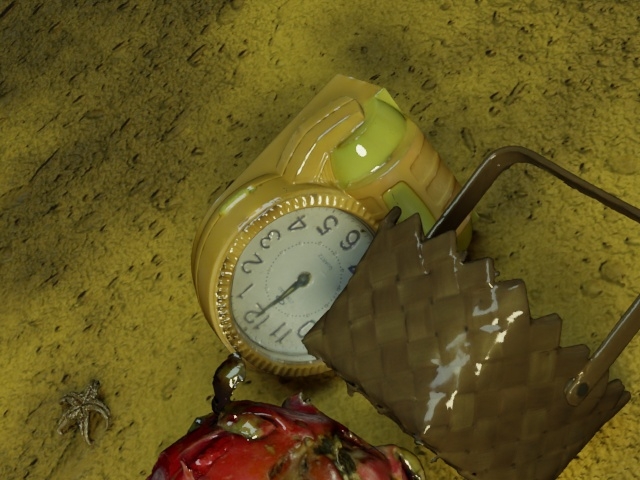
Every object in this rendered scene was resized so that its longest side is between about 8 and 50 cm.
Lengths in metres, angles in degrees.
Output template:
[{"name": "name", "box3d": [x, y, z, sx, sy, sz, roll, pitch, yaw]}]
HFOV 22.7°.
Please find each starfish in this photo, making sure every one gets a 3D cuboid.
[{"name": "starfish", "box3d": [-0.282, 0.200, 1.894, 0.091, 0.028, 0.078, 16, 64, 40]}]

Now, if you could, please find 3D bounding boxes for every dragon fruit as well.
[{"name": "dragon fruit", "box3d": [-0.022, 0.276, 1.555, 0.291, 0.250, 0.269, 0, 62, -15]}]

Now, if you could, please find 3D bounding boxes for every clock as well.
[{"name": "clock", "box3d": [0.000, 0.000, 1.787, 0.317, 0.244, 0.200, -43, 27, -5]}]

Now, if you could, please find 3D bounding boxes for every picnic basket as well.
[{"name": "picnic basket", "box3d": [0.183, 0.077, 1.586, 0.254, 0.291, 0.321, 33, 84, 42]}]
